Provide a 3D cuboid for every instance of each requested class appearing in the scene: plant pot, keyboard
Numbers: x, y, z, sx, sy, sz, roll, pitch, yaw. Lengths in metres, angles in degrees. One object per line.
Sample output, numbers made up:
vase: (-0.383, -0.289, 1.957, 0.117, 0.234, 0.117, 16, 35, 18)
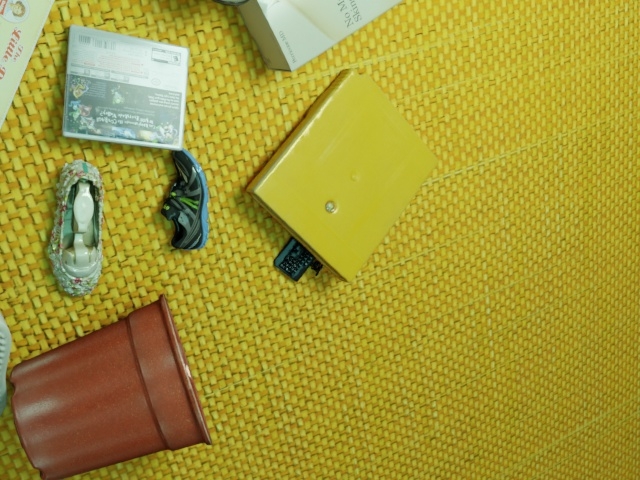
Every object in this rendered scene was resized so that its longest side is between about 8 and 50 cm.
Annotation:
plant pot: (-0.349, 0.260, 1.096, 0.265, 0.272, 0.272, -18, 114, -13)
keyboard: (0.000, 0.000, 1.309, 0.100, 0.038, 0.192, 39, 87, -32)

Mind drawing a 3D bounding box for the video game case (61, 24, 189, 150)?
video game case: (-0.312, -0.242, 1.057, 0.190, 0.022, 0.173, 4, 91, -29)

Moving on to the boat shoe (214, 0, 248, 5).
boat shoe: (-0.107, -0.518, 0.979, 0.122, 0.120, 0.324, 9, 78, -4)

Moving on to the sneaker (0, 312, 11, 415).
sneaker: (-0.568, 0.189, 1.019, 0.135, 0.150, 0.366, -1, 136, -45)

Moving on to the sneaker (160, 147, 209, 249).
sneaker: (-0.240, -0.069, 1.144, 0.078, 0.067, 0.188, -11, 112, -27)

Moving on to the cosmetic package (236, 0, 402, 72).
cosmetic package: (0.018, -0.440, 1.131, 0.309, 0.113, 0.160, -37, 120, -13)

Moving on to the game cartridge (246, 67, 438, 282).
game cartridge: (0.054, -0.127, 1.267, 0.285, 0.052, 0.324, 45, 75, -28)

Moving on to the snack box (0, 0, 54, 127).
snack box: (-0.479, -0.328, 0.899, 0.187, 0.060, 0.322, 19, 98, -57)

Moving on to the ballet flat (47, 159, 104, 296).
ballet flat: (-0.399, -0.011, 1.075, 0.091, 0.077, 0.241, -4, 109, -27)
